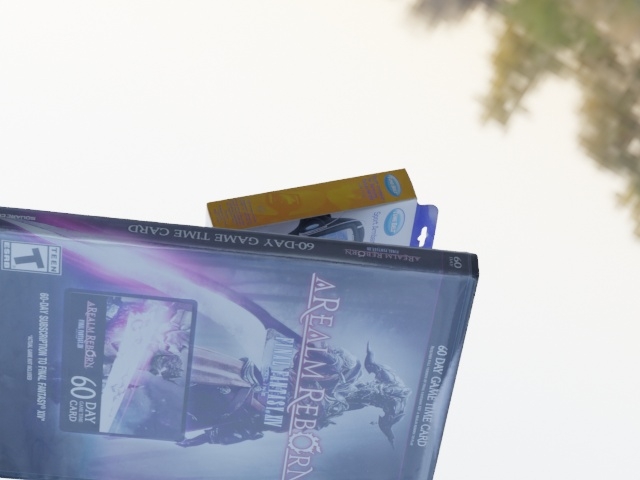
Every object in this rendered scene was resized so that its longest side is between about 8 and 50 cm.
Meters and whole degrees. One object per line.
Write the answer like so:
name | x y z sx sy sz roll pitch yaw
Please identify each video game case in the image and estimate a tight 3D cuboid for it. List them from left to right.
video game case | -0.062 0.072 1.056 0.274 0.196 0.026 6 -140 -3

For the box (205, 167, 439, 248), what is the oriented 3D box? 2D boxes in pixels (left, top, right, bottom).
box | 0.000 0.000 1.089 0.136 0.081 0.028 -12 -126 -14
